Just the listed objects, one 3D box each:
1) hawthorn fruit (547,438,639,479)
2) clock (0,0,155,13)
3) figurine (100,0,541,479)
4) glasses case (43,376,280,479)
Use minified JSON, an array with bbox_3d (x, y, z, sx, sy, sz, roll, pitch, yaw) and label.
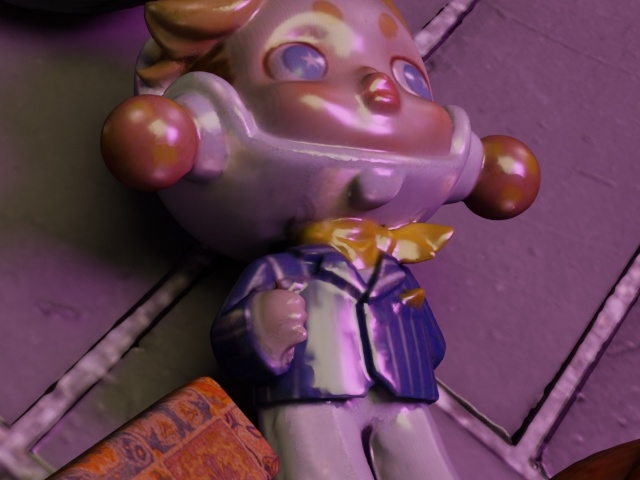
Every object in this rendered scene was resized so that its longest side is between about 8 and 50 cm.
[{"bbox_3d":[0.178,0.182,0.553,0.262,0.210,0.211,30,43,-26],"label":"hawthorn fruit"},{"bbox_3d":[-0.120,-0.213,0.734,0.226,0.049,0.226,4,73,-11],"label":"clock"},{"bbox_3d":[0.010,0.003,0.648,0.193,0.133,0.274,-22,78,-38],"label":"figurine"},{"bbox_3d":[-0.088,0.106,0.471,0.049,0.075,0.218,52,22,3],"label":"glasses case"}]
